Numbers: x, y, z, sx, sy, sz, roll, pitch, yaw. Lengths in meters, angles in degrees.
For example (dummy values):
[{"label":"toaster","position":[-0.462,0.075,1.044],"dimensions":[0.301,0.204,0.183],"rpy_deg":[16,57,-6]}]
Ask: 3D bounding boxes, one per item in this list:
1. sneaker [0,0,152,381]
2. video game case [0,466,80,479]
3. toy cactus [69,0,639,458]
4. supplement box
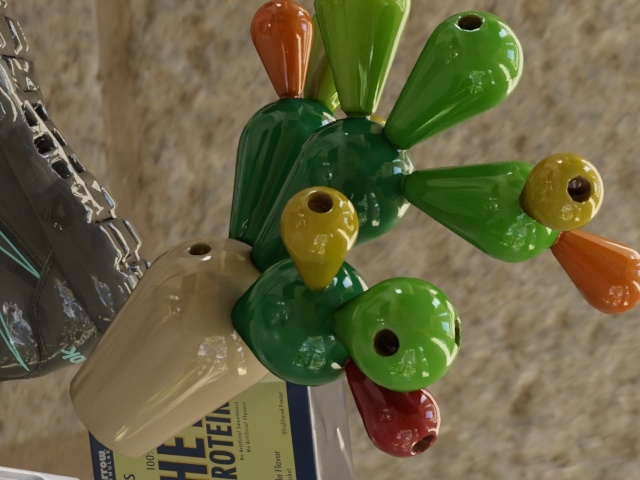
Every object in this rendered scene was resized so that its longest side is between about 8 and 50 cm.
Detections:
[{"label":"sneaker","position":[-0.188,-0.049,0.972],"dimensions":[0.106,0.101,0.267],"rpy_deg":[-28,90,8]},{"label":"video game case","position":[-0.261,0.226,1.166],"dimensions":[0.025,0.285,0.204],"rpy_deg":[40,91,18]},{"label":"toy cactus","position":[0.000,0.000,0.567],"dimensions":[0.112,0.219,0.180],"rpy_deg":[33,114,-32]},{"label":"supplement box","position":[-0.036,0.077,0.702],"dimensions":[0.083,0.083,0.056],"rpy_deg":[-6,93,10]}]
